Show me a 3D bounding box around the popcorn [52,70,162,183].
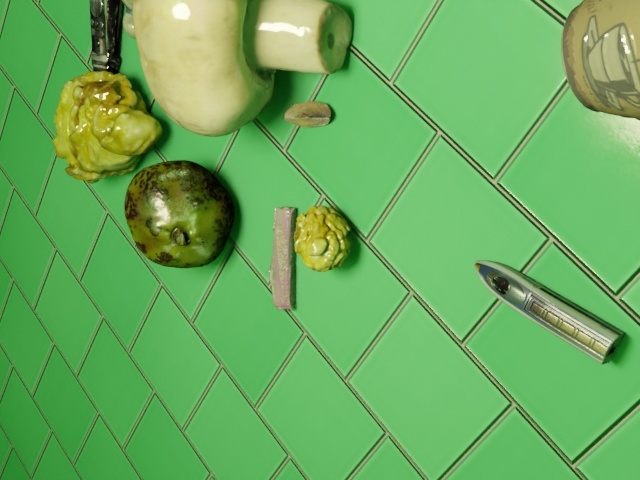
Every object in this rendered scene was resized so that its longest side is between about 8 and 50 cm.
[{"bbox_3d":[-0.475,-0.259,1.756,0.286,0.174,0.225,-25,85,48],"label":"popcorn"}]

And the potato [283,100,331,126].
[{"bbox_3d":[-0.016,-0.227,1.451,0.093,0.036,0.037,3,64,24],"label":"potato"}]

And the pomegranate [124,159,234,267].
[{"bbox_3d":[-0.308,-0.061,1.631,0.276,0.204,0.222,22,129,40],"label":"pomegranate"}]

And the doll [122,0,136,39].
[{"bbox_3d":[-0.322,-0.518,1.585,0.258,0.154,0.228,8,138,48],"label":"doll"}]

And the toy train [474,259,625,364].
[{"bbox_3d":[0.324,0.097,1.199,0.252,0.048,0.055,33,117,33],"label":"toy train"}]

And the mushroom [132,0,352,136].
[{"bbox_3d":[-0.169,-0.350,1.360,0.353,0.325,0.353,1,92,42],"label":"mushroom"}]

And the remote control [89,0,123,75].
[{"bbox_3d":[-0.474,-0.475,1.796,0.090,0.066,0.266,32,124,49],"label":"remote control"}]

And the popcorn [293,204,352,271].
[{"bbox_3d":[0.000,0.000,1.426,0.120,0.116,0.106,58,148,16],"label":"popcorn"}]

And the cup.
[{"bbox_3d":[0.429,-0.278,0.936,0.257,0.227,0.301,-2,69,46],"label":"cup"}]

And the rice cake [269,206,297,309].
[{"bbox_3d":[-0.068,0.035,1.547,0.047,0.036,0.206,13,106,35],"label":"rice cake"}]
